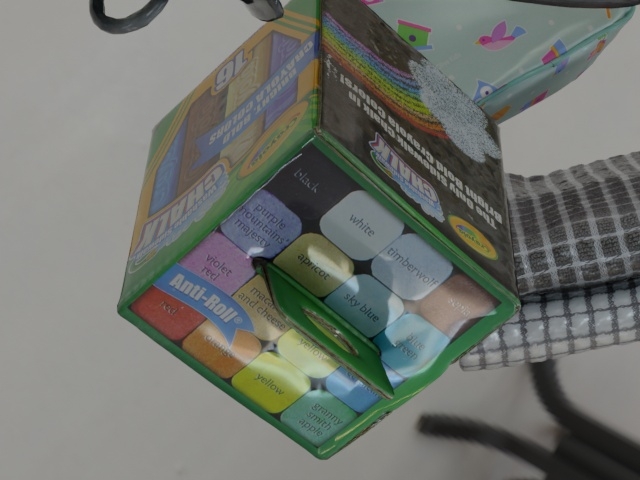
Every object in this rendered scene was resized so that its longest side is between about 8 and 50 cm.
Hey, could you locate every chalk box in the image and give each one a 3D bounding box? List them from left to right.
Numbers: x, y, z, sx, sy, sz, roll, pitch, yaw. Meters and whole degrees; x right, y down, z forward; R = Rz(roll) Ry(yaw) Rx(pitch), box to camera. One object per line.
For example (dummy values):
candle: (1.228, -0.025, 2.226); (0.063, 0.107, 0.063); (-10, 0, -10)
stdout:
chalk box: (0.000, 0.000, 1.108); (0.180, 0.289, 0.179); (40, 116, -21)

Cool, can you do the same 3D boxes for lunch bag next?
lunch bag: (0.126, -0.217, 1.569); (0.279, 0.224, 0.108); (-31, 168, -27)

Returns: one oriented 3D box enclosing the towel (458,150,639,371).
towel: (0.209, -0.001, 1.428); (0.235, 0.283, 0.121); (-13, 103, 6)

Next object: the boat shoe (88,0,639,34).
boat shoe: (-0.050, -0.170, 0.712); (0.500, 0.186, 0.156); (0, 134, -14)
